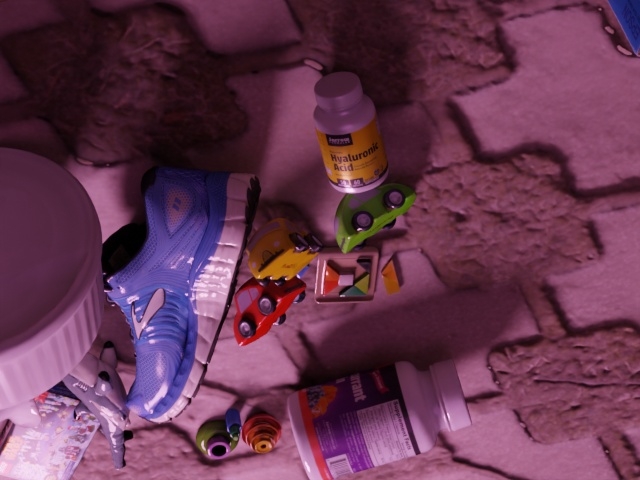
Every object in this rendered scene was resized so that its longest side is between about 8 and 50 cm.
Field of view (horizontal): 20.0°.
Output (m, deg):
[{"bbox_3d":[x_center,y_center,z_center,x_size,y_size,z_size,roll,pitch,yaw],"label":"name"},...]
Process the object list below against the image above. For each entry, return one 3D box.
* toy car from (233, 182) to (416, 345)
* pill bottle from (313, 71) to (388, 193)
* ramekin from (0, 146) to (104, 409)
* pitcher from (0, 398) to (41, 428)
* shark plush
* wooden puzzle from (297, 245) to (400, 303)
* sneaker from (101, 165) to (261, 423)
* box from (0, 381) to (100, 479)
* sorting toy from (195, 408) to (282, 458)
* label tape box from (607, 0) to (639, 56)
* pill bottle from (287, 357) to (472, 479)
[{"bbox_3d":[0.000,0.000,1.889,0.225,0.053,0.239,-34,166,-19],"label":"toy car"},{"bbox_3d":[0.028,-0.111,1.842,0.065,0.065,0.116,-14,126,2],"label":"pill bottle"},{"bbox_3d":[-0.336,0.048,1.787,0.272,0.273,0.127,-11,139,0],"label":"ramekin"},{"bbox_3d":[-0.400,0.152,1.910,0.207,0.125,0.178,-21,119,-41],"label":"pitcher"},{"bbox_3d":[-0.246,0.179,2.012,0.067,0.073,0.161,-14,129,6],"label":"shark plush"},{"bbox_3d":[0.030,0.039,1.985,0.116,0.014,0.079,-7,127,-3],"label":"wooden puzzle"},{"bbox_3d":[-0.166,0.050,1.913,0.147,0.130,0.330,17,124,0],"label":"sneaker"},{"bbox_3d":[-0.309,0.218,2.056,0.094,0.027,0.137,18,121,-20],"label":"box"},{"bbox_3d":[-0.094,0.229,2.089,0.102,0.042,0.061,-15,127,3],"label":"sorting toy"},{"bbox_3d":[0.430,-0.228,1.707,0.333,0.241,0.106,14,123,-18],"label":"label tape box"},{"bbox_3d":[0.068,0.198,2.050,0.193,0.108,0.108,-17,127,3],"label":"pill bottle"}]
